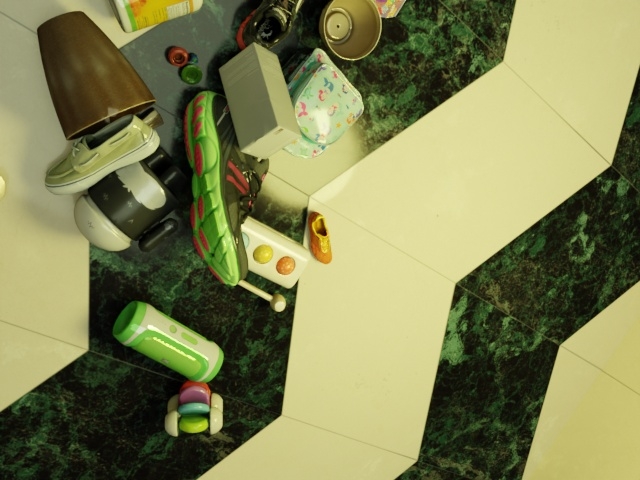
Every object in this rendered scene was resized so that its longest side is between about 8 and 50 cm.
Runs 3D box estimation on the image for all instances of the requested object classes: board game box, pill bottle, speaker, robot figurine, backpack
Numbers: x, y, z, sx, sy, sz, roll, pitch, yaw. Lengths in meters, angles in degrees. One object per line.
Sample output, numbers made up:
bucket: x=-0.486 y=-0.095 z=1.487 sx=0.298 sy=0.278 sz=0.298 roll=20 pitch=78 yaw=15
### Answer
board game box: x=0.192 y=-0.688 z=1.551 sx=0.133 sy=0.033 sz=0.169 roll=31 pitch=95 yaw=-30
pill bottle: x=-0.348 y=-0.568 z=1.290 sx=0.245 sy=0.136 sz=0.137 roll=-25 pitch=117 yaw=-14
speaker: x=-0.415 y=0.283 z=1.590 sx=0.296 sy=0.131 sz=0.131 roll=38 pitch=91 yaw=-31
robot figurine: x=-0.459 y=-0.099 z=1.402 sx=0.278 sy=0.209 sz=0.174 roll=-42 pitch=137 yaw=-5
backpack: x=-0.031 y=-0.341 z=1.500 sx=0.253 sy=0.191 sz=0.225 roll=-46 pitch=124 yaw=2

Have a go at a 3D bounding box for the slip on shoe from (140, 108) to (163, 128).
slip on shoe: x=-0.446 y=-0.267 z=1.413 sx=0.135 sy=0.051 sz=0.041 roll=-41 pitch=118 yaw=-14

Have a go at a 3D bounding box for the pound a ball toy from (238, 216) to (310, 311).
pound a ball toy: x=-0.175 y=0.066 z=1.611 sx=0.319 sy=0.135 sz=0.208 roll=30 pitch=95 yaw=-30

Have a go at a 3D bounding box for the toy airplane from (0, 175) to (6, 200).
toy airplane: x=-0.898 y=0.013 z=1.221 sx=0.386 sy=0.272 sz=0.385 roll=-12 pitch=132 yaw=-60

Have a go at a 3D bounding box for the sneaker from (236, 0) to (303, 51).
sneaker: x=-0.096 y=-0.571 z=1.407 sx=0.097 sy=0.135 sz=0.276 roll=34 pitch=92 yaw=-29

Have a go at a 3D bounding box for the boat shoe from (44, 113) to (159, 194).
boat shoe: x=-0.519 y=-0.204 z=1.329 sx=0.302 sy=0.109 sz=0.094 roll=-24 pitch=137 yaw=10

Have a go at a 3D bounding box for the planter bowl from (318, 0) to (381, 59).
planter bowl: x=0.061 y=-0.556 z=1.497 sx=0.161 sy=0.109 sz=0.162 roll=-9 pitch=113 yaw=-22

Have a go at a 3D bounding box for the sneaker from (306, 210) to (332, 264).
sneaker: x=0.000 y=0.000 z=1.706 sx=0.064 sy=0.067 sz=0.175 roll=-26 pitch=119 yaw=-16

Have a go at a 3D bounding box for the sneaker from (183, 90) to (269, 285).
sneaker: x=-0.212 y=-0.132 z=1.417 sx=0.202 sy=0.185 sz=0.484 roll=-2 pitch=85 yaw=-31

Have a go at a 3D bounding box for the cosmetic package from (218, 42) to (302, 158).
cosmetic package: x=-0.145 y=-0.330 z=1.376 sx=0.107 sy=0.127 sz=0.238 roll=5 pitch=65 yaw=-57

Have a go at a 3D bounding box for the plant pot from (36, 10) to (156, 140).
plant pot: x=-0.514 y=-0.370 z=1.270 sx=0.215 sy=0.215 sz=0.231 roll=-28 pitch=104 yaw=-12

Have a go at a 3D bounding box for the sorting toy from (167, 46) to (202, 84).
sorting toy: x=-0.328 y=-0.435 z=1.412 sx=0.061 sy=0.042 sz=0.102 roll=-31 pitch=132 yaw=7

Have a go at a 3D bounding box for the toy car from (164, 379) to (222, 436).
toy car: x=-0.361 y=0.471 z=1.658 sx=0.159 sy=0.182 sz=0.136 roll=1 pitch=105 yaw=-9
